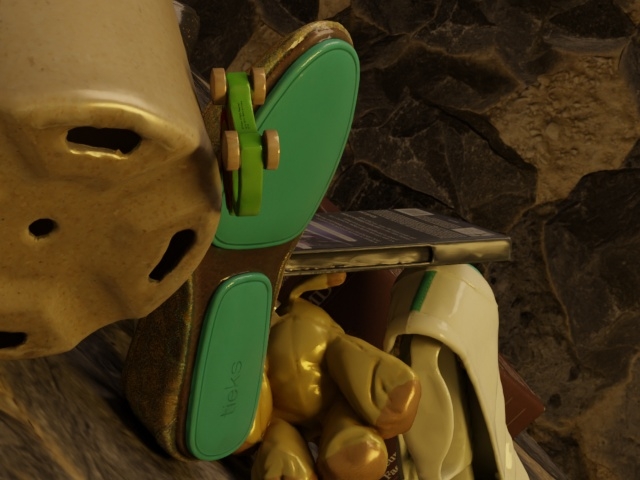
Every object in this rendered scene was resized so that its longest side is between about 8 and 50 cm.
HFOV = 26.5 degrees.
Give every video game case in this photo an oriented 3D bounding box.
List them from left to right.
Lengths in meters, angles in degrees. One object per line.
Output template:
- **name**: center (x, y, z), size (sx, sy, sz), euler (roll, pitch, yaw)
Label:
- **video game case**: center (0.000, 0.000, 1.187), size (0.274, 0.026, 0.196), euler (-4, 10, -18)

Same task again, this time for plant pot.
- **plant pot**: center (-0.214, -0.105, 0.881), size (0.334, 0.334, 0.305), euler (37, 21, -49)

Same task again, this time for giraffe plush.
- **giraffe plush**: center (-0.005, 0.138, 1.176), size (0.210, 0.181, 0.170), euler (64, 2, 25)

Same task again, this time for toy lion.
- **toy lion**: center (-0.050, -0.051, 0.840), size (0.100, 0.034, 0.096), euler (-104, -165, -46)

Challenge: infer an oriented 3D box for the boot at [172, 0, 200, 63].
- **boot**: center (-0.201, -0.043, 1.196), size (0.118, 0.338, 0.223), euler (12, 60, -13)

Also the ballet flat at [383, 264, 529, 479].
- **ballet flat**: center (0.120, 0.212, 1.263), size (0.139, 0.139, 0.400), euler (-122, -161, -65)

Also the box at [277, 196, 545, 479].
- **box**: center (0.054, 0.125, 1.463), size (0.381, 0.191, 0.143), euler (39, 9, -36)

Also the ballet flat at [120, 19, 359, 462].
- **ballet flat**: center (-0.074, -0.006, 0.986), size (0.123, 0.349, 0.123), euler (14, 20, -5)

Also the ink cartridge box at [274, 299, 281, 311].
- **ink cartridge box**: center (-0.088, 0.080, 1.270), size (0.135, 0.099, 0.056), euler (43, 6, -13)
